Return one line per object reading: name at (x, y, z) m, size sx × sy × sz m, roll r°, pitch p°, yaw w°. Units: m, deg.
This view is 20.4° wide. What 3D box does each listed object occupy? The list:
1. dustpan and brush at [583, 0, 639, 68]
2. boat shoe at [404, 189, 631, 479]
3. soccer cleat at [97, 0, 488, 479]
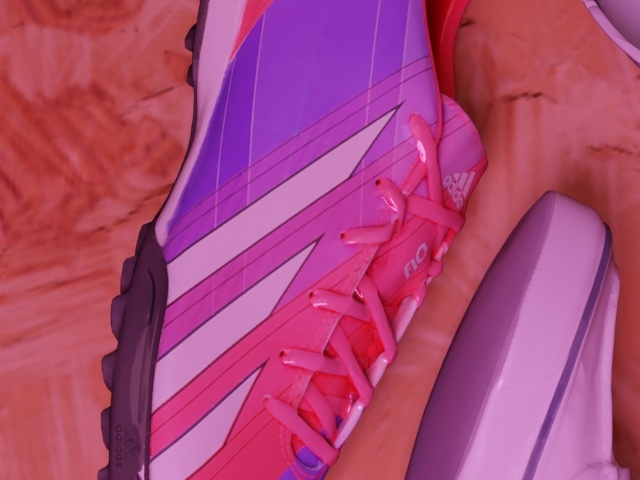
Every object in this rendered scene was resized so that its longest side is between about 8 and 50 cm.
dustpan and brush at (0.157, -0.075, 0.661) m, size 0.147 × 0.060 × 0.211 m, roll 0°, pitch 70°, yaw 15°
boat shoe at (0.071, 0.112, 0.610) m, size 0.084 × 0.095 × 0.258 m, roll 19°, pitch 77°, yaw -8°
soccer cleat at (0.000, 0.000, 0.655) m, size 0.116 × 0.108 × 0.318 m, roll 6°, pitch 69°, yaw 13°
